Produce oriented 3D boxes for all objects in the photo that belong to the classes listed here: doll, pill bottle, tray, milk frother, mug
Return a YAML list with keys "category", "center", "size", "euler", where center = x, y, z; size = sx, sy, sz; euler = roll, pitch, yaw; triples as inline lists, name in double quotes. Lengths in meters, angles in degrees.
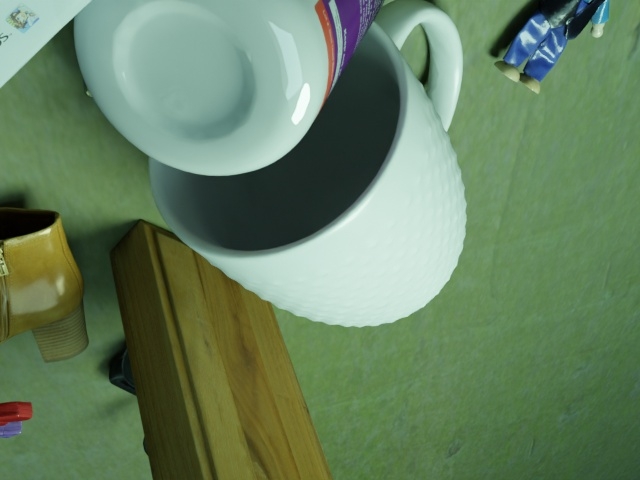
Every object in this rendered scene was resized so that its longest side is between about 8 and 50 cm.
- category: "doll"
  center: [0.292, -0.267, 1.086]
  size: [0.129, 0.046, 0.189]
  euler: [20, 116, -33]
- category: "pill bottle"
  center: [-0.047, -0.201, 0.733]
  size: [0.181, 0.323, 0.182]
  euler: [10, 127, 13]
- category: "tray"
  center: [-0.108, 0.167, 1.034]
  size: [0.203, 0.411, 0.076]
  euler: [27, 119, -40]
- category: "milk frother"
  center: [-0.215, 0.220, 1.264]
  size: [0.129, 0.143, 0.135]
  euler: [-26, 145, 11]
- category: "mug"
  center: [0.043, -0.088, 1.000]
  size: [0.374, 0.276, 0.328]
  euler: [-59, 147, -9]

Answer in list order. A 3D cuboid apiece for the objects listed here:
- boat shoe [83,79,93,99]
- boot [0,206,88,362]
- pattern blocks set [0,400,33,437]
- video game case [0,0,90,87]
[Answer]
- category: "boat shoe"
  center: [-0.177, -0.236, 0.794]
  size: [0.091, 0.109, 0.305]
  euler: [5, 138, 2]
- category: "boot"
  center: [-0.415, 0.064, 1.024]
  size: [0.295, 0.104, 0.211]
  euler: [-12, 128, -8]
- category: "pattern blocks set"
  center: [-0.522, 0.222, 1.091]
  size: [0.324, 0.026, 0.285]
  euler: [2, 160, -24]
- category: "video game case"
  center: [-0.196, -0.258, 0.626]
  size: [0.244, 0.269, 0.061]
  euler: [-39, 141, 14]
